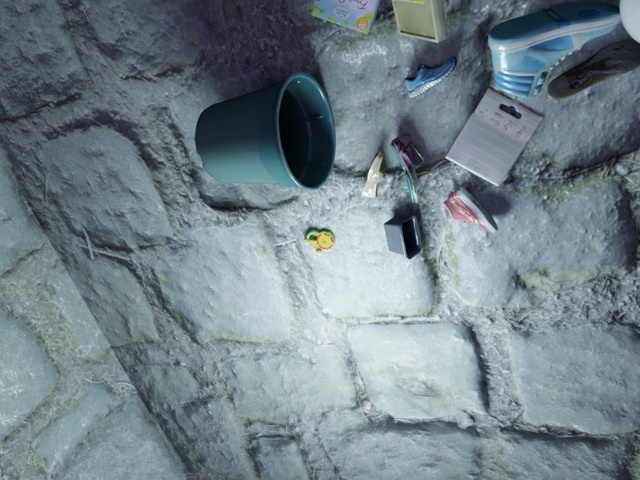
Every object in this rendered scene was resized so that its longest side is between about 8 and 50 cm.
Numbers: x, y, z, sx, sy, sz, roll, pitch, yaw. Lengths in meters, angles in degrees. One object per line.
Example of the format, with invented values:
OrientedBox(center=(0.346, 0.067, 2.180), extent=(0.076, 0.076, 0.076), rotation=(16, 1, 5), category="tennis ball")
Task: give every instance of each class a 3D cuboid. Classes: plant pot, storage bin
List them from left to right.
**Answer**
OrientedBox(center=(-0.177, -0.311, 1.549), extent=(0.334, 0.341, 0.341), rotation=(-1, 116, 28), category="plant pot")
OrientedBox(center=(0.271, -0.018, 1.677), extent=(0.091, 0.098, 0.135), rotation=(12, 125, 46), category="storage bin")

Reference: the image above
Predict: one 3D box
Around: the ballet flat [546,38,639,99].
OrientedBox(center=(0.715, -0.439, 1.314), extent=(0.250, 0.058, 0.084), rotation=(-27, 84, 23), category="ballet flat")

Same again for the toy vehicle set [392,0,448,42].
OrientedBox(center=(0.234, -0.644, 1.275), extent=(0.166, 0.035, 0.266), rotation=(42, 160, 47), category="toy vehicle set")

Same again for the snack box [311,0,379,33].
OrientedBox(center=(0.085, -0.699, 1.384), extent=(0.175, 0.070, 0.207), rotation=(21, 123, 7), category="snack box")

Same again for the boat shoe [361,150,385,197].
OrientedBox(center=(0.181, -0.208, 1.620), extent=(0.059, 0.063, 0.170), rotation=(21, 131, 5), category="boat shoe")

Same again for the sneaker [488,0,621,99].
OrientedBox(center=(0.594, -0.479, 1.306), extent=(0.319, 0.127, 0.208), rotation=(-10, 134, 9), category="sneaker")

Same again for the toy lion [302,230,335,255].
OrientedBox(center=(0.000, 0.000, 1.812), extent=(0.100, 0.034, 0.096), rotation=(38, 116, -3), category="toy lion")

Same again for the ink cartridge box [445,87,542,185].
OrientedBox(center=(0.500, -0.298, 1.475), extent=(0.181, 0.056, 0.224), rotation=(30, 104, 3), category="ink cartridge box")

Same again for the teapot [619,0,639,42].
OrientedBox(center=(0.765, -0.569, 1.093), extent=(0.187, 0.256, 0.252), rotation=(35, 113, -30), category="teapot")

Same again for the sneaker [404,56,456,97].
OrientedBox(center=(0.308, -0.473, 1.431), extent=(0.162, 0.063, 0.073), rotation=(-28, 102, 29), category="sneaker")

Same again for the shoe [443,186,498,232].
OrientedBox(center=(0.469, -0.079, 1.586), extent=(0.178, 0.063, 0.081), rotation=(46, 123, -2), category="shoe")

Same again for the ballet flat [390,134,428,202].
OrientedBox(center=(0.289, -0.223, 1.571), extent=(0.079, 0.077, 0.221), rotation=(-22, 109, 7), category="ballet flat")
